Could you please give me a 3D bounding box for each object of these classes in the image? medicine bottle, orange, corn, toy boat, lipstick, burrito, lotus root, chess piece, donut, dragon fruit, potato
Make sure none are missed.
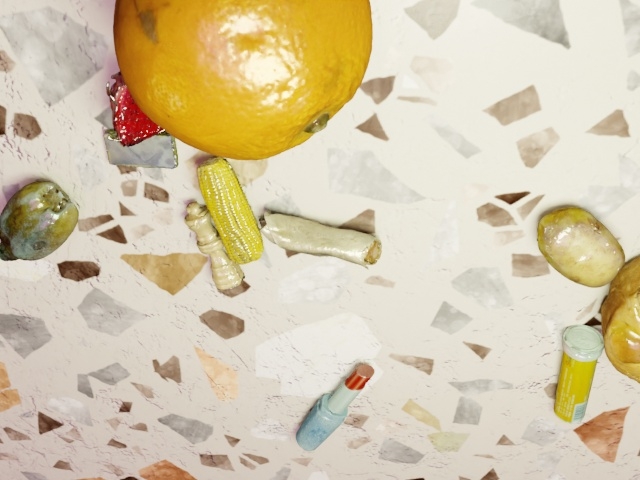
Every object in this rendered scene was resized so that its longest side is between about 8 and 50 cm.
[{"bbox_3d":[0.500,0.267,1.197,0.073,0.074,0.218,-3,127,7],"label":"medicine bottle"},{"bbox_3d":[-0.089,-0.247,0.729,0.311,0.312,0.312,2,126,3],"label":"orange"},{"bbox_3d":[-0.149,-0.047,1.022,0.071,0.072,0.203,-11,124,12],"label":"corn"},{"bbox_3d":[-0.290,-0.148,0.995,0.114,0.016,0.063,4,126,3],"label":"toy boat"},{"bbox_3d":[0.031,0.352,1.302,0.068,0.061,0.274,26,124,-11],"label":"lipstick"},{"bbox_3d":[0.000,0.000,1.045,0.225,0.087,0.061,14,88,-2],"label":"burrito"},{"bbox_3d":[-0.499,-0.024,1.060,0.192,0.088,0.113,-38,99,28],"label":"lotus root"},{"bbox_3d":[-0.191,0.007,1.076,0.060,0.060,0.172,-12,124,13],"label":"chess piece"},{"bbox_3d":[0.645,0.138,1.042,0.317,0.150,0.299,26,124,-14],"label":"donut"},{"bbox_3d":[-0.261,-0.212,0.902,0.147,0.096,0.102,-21,140,-34],"label":"dragon fruit"},{"bbox_3d":[0.428,0.012,1.011,0.170,0.080,0.107,34,122,-13],"label":"potato"}]
